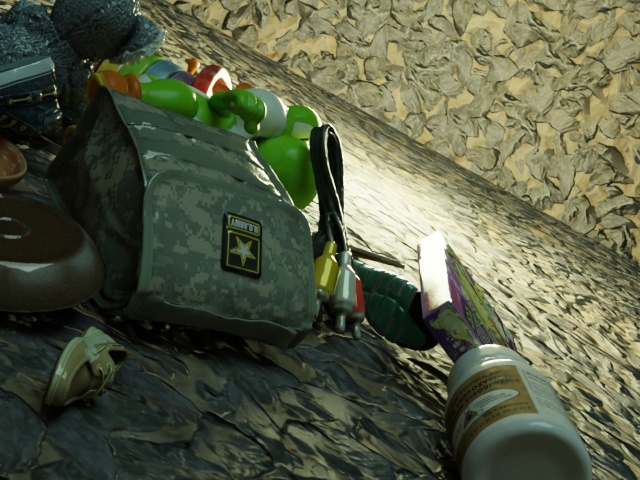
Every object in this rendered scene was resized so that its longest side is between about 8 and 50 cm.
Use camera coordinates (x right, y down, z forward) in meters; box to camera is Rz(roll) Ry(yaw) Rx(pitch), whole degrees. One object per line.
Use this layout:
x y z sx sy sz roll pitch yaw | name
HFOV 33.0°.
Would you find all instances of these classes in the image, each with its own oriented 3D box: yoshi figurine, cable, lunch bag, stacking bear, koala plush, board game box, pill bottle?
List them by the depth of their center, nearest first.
0.203 0.204 1.176 0.131 0.131 0.229 27 15 -10 | pill bottle
-0.142 -0.011 1.183 0.235 0.169 0.287 16 31 -41 | lunch bag
0.030 -0.009 1.395 0.072 0.287 0.139 -8 -26 32 | cable
-0.131 -0.112 1.404 0.362 0.203 0.203 -4 9 -39 | yoshi figurine
-0.325 -0.263 1.415 0.196 0.221 0.203 57 10 -5 | koala plush
0.206 0.119 1.457 0.208 0.056 0.347 59 11 -10 | board game box
-0.292 -0.212 1.591 0.289 0.175 0.164 23 -4 11 | stacking bear

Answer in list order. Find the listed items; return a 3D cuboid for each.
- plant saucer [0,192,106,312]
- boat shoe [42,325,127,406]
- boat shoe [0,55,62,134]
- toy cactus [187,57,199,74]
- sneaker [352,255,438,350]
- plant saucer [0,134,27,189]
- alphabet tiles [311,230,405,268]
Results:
-0.298 0.001 1.021 0.199 0.036 0.198 14 24 -6 | plant saucer
-0.196 0.108 0.915 0.045 0.050 0.135 24 15 -1 | boat shoe
-0.382 -0.157 1.275 0.065 0.083 0.183 7 26 41 | boat shoe
-0.312 -0.285 1.914 0.180 0.112 0.219 23 22 13 | toy cactus
0.085 0.073 1.488 0.224 0.083 0.098 35 11 23 | sneaker
-0.430 -0.107 1.212 0.200 0.037 0.200 26 15 -8 | plant saucer
0.000 0.000 1.569 0.237 0.009 0.198 19 -3 -33 | alphabet tiles
